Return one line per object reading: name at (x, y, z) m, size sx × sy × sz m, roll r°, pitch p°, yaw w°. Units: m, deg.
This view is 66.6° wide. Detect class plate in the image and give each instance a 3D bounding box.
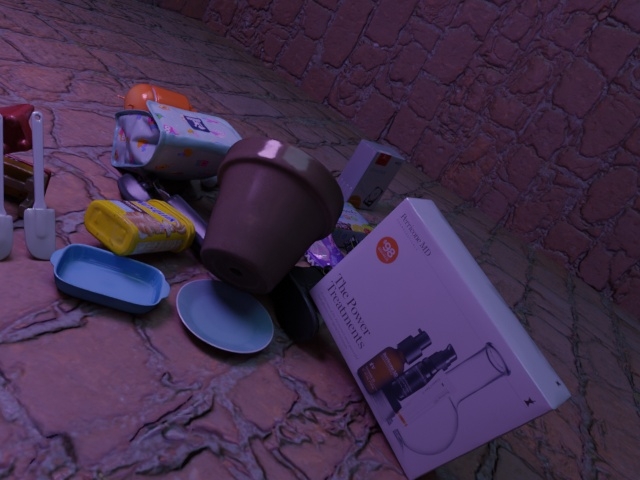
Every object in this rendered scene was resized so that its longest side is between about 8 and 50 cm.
plate at (-0.173, 0.139, 0.881) m, size 0.188 × 0.024 × 0.188 m, roll 25°, pitch 25°, yaw -13°

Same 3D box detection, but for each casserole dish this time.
casserole dish at (-0.346, 0.067, 0.802) m, size 0.188 × 0.037 × 0.114 m, roll 21°, pitch 26°, yaw -21°

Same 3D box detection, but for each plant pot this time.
plant pot at (-0.115, -0.031, 0.941) m, size 0.263 × 0.263 × 0.229 m, roll 29°, pitch 59°, yaw -5°

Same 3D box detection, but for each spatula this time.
spatula at (-0.492, -0.085, 0.738) m, size 0.019 × 0.242 × 0.168 m, roll -1°, pitch 1°, yaw 42°

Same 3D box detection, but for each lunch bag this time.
lunch bag at (-0.329, -0.223, 1.131) m, size 0.223 × 0.160 × 0.262 m, roll 4°, pitch 1°, yaw -44°

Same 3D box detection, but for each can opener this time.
can opener at (-0.321, -0.051, 1.047) m, size 0.280 × 0.074 × 0.093 m, roll 38°, pitch 59°, yaw 19°

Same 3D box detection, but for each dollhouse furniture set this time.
dollhouse furniture set at (-0.634, -0.221, 0.819) m, size 0.374 × 0.201 × 0.152 m, roll 23°, pitch 24°, yaw -17°

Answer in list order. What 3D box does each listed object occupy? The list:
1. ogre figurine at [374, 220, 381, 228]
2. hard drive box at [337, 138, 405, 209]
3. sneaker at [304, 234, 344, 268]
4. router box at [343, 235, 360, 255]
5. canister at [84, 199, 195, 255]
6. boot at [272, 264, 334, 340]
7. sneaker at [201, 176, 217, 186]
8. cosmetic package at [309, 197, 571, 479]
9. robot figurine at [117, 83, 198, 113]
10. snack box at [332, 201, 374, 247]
ogre figurine at (0.266, -0.003, 1.614) m, size 0.197 × 0.097 × 0.118 m, roll 52°, pitch 9°, yaw 9°
hard drive box at (0.171, -0.233, 1.766) m, size 0.181 × 0.232 × 0.089 m, roll 2°, pitch 37°, yaw -47°
sneaker at (0.000, 0.000, 1.265) m, size 0.236 × 0.105 × 0.095 m, roll 43°, pitch 25°, yaw 22°
router box at (0.112, 0.055, 1.331) m, size 0.092 × 0.038 × 0.122 m, roll 48°, pitch 15°, yaw -28°
canister at (-0.334, -0.026, 0.914) m, size 0.126 × 0.073 × 0.170 m, roll 33°, pitch 14°, yaw 16°
boot at (0.005, 0.117, 1.056) m, size 0.229 × 0.091 × 0.263 m, roll 13°, pitch 27°, yaw -35°
sneaker at (-0.271, -0.192, 1.365) m, size 0.094 × 0.080 × 0.212 m, roll 36°, pitch 20°, yaw -19°
cosmetic package at (0.171, 0.161, 0.824) m, size 0.097 × 0.284 × 0.377 m, roll 1°, pitch 51°, yaw -50°
robot figurine at (-0.473, -0.382, 1.423) m, size 0.219 × 0.128 × 0.158 m, roll 5°, pitch 70°, yaw -46°
snack box at (0.050, -0.055, 1.474) m, size 0.207 × 0.070 × 0.174 m, roll 10°, pitch 32°, yaw -42°
